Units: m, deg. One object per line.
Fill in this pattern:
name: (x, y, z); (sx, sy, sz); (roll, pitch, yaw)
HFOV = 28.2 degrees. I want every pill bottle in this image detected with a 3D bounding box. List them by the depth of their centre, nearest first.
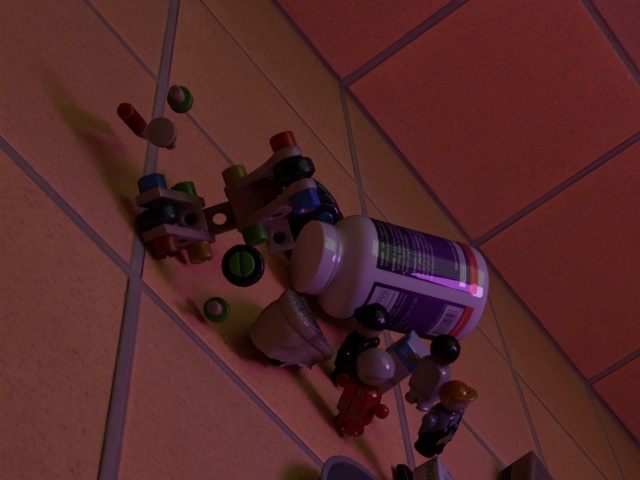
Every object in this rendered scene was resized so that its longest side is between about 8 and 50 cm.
pill bottle: (0.116, 0.062, 2.192); (0.323, 0.181, 0.181); (15, 33, -25)

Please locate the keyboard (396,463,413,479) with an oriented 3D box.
keyboard: (0.225, 0.505, 2.014); (0.317, 0.033, 0.201); (48, 11, -22)

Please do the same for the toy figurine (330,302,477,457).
toy figurine: (0.127, 0.212, 1.973); (0.209, 0.148, 0.213); (19, 24, -8)

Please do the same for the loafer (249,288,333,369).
loafer: (-0.048, 0.136, 1.857); (0.102, 0.092, 0.268); (62, 0, 18)

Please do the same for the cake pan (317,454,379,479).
cake pan: (0.072, 0.421, 1.666); (0.293, 0.054, 0.293); (50, 15, -19)

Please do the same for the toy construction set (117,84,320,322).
toy construction set: (-0.149, -0.070, 1.822); (0.309, 0.257, 0.237); (46, -3, 8)

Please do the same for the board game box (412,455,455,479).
board game box: (0.206, 0.453, 1.831); (0.193, 0.053, 0.305); (55, 9, -9)

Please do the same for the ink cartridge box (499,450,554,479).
ink cartridge box: (0.443, 0.552, 2.481); (0.234, 0.088, 0.193); (54, 13, -1)

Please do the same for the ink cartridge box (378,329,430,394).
ink cartridge box: (0.118, 0.213, 2.138); (0.052, 0.122, 0.088); (51, 14, 0)

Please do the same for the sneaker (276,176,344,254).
sneaker: (0.000, 0.000, 2.307); (0.341, 0.125, 0.139); (50, -6, -26)
